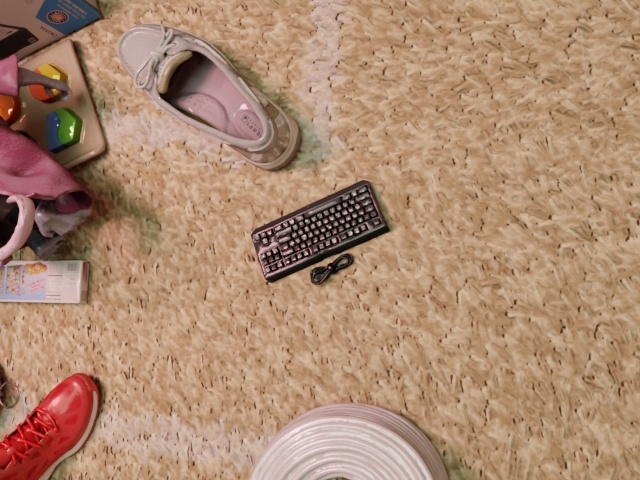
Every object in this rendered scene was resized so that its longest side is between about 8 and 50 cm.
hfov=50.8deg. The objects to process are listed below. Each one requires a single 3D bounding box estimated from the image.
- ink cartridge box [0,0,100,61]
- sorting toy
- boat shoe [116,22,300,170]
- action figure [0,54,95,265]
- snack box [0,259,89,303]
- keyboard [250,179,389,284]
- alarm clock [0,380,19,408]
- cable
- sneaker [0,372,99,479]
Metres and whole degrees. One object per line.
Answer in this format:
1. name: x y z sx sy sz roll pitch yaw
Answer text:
1. ink cartridge box: -0.529 -0.364 1.002 0.308 0.223 0.128 -21 78 14
2. sorting toy: -0.445 -0.192 1.051 0.193 0.038 0.208 -23 77 14
3. boat shoe: -0.169 -0.212 0.934 0.320 0.103 0.118 41 96 17
4. action figure: -0.487 -0.130 0.917 0.248 0.275 0.370 -34 96 18
5. snack box: -0.434 0.062 1.024 0.179 0.022 0.064 -1 84 17
6. keyboard: 0.000 0.000 0.898 0.180 0.023 0.108 -24 77 14
7. alarm clock: -0.527 0.228 1.011 0.192 0.064 0.129 -1 83 19
8. cable: 0.030 0.328 0.812 0.257 0.089 0.256 7 85 18
9. sneaker: -0.405 0.284 0.932 0.087 0.128 0.221 33 94 18
